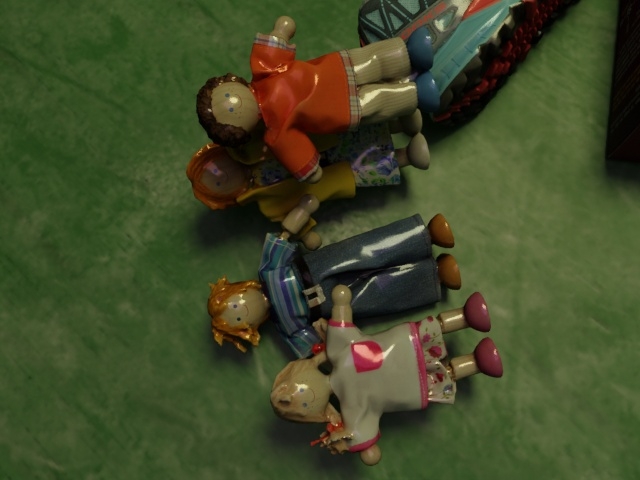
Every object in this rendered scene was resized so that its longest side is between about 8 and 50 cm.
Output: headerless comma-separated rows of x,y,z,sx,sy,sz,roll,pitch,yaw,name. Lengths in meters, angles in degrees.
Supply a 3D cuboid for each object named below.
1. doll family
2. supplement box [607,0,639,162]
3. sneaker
0.000,0.000,0.379,0.163,0.118,0.263,-14,93,-4,doll family
0.265,-0.147,0.391,0.104,0.081,0.188,10,76,8,supplement box
0.128,-0.213,0.412,0.125,0.104,0.262,40,82,16,sneaker
